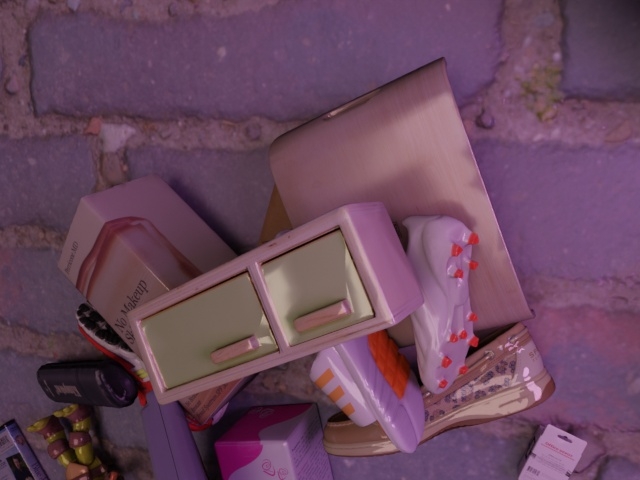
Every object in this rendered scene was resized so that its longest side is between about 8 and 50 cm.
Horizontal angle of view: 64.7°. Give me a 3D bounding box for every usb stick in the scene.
[{"bbox_3d":[-0.362,0.216,0.767,0.278,0.045,0.077,-15,114,44],"label":"usb stick"}]

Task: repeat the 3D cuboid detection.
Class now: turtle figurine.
[{"bbox_3d":[-0.384,0.379,0.833,0.269,0.087,0.217,-30,81,30],"label":"turtle figurine"}]

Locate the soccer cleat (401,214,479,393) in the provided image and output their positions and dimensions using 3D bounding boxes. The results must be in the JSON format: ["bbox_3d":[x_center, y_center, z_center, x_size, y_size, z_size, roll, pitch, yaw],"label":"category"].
[{"bbox_3d":[0.118,0.065,0.520,0.076,0.068,0.196,21,122,46],"label":"soccer cleat"}]

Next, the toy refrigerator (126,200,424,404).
[{"bbox_3d":[-0.053,0.064,0.474,0.269,0.094,0.102,-24,84,27],"label":"toy refrigerator"}]

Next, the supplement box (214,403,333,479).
[{"bbox_3d":[-0.050,0.351,0.693,0.111,0.114,0.220,-10,97,22],"label":"supplement box"}]

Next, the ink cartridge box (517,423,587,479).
[{"bbox_3d":[0.276,0.257,0.604,0.048,0.028,0.083,24,106,15],"label":"ink cartridge box"}]

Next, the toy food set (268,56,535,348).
[{"bbox_3d":[0.091,-0.020,0.588,0.219,0.092,0.306,-19,96,25],"label":"toy food set"}]

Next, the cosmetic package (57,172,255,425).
[{"bbox_3d":[-0.190,0.073,0.675,0.296,0.129,0.153,43,126,10],"label":"cosmetic package"}]

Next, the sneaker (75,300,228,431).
[{"bbox_3d":[-0.262,0.187,0.752,0.279,0.107,0.118,33,119,15],"label":"sneaker"}]

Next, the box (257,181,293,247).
[{"bbox_3d":[0.000,0.000,0.665,0.164,0.021,0.201,21,104,14],"label":"box"}]

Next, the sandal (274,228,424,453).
[{"bbox_3d":[0.017,0.111,0.554,0.076,0.102,0.265,-38,80,27],"label":"sandal"}]

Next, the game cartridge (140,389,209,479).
[{"bbox_3d":[-0.157,0.359,0.657,0.198,0.062,0.297,38,143,51],"label":"game cartridge"}]

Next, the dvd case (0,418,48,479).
[{"bbox_3d":[-0.574,0.483,0.953,0.180,0.022,0.253,-34,87,22],"label":"dvd case"}]

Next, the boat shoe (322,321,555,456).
[{"bbox_3d":[0.126,0.184,0.615,0.285,0.104,0.089,-23,86,11],"label":"boat shoe"}]
